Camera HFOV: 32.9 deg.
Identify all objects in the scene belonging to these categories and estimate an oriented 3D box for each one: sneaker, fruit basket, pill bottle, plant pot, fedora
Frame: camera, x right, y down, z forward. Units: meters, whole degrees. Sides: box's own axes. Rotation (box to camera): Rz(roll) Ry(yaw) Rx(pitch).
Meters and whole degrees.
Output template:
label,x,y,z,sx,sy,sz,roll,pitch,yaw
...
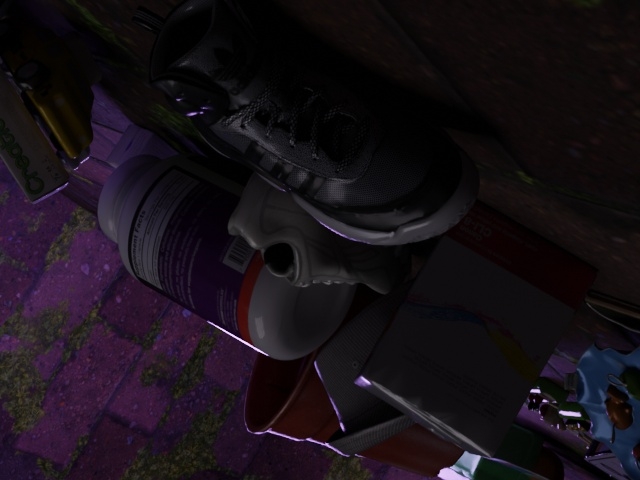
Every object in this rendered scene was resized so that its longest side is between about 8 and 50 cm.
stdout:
label,x,y,z,sx,sy,sz,roll,pitch,yaw
sneaker,0.000,0.000,1.120,0.110,0.118,0.292,23,169,36
fruit basket,0.395,0.465,2.180,0.353,0.165,0.327,32,171,-27
pill bottle,-0.120,0.005,1.331,0.323,0.181,0.181,26,170,32
sneaker,-0.024,-0.090,0.745,0.268,0.101,0.153,28,173,35
plant pot,0.073,0.184,1.492,0.265,0.272,0.272,25,173,-15
fedora,0.101,0.107,1.120,0.124,0.275,0.243,58,-152,4

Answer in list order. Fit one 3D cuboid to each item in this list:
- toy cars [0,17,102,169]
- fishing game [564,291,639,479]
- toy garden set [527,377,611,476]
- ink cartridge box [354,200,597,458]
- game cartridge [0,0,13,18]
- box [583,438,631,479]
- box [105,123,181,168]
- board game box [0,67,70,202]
label,x,y,z,sx,sy,sz,roll,pitch,yaw
toy cars,-0.303,-0.177,1.253,0.176,0.087,0.393,59,169,-7
fishing game,0.292,0.168,0.958,0.189,0.041,0.264,22,139,48
toy garden set,0.386,0.283,1.572,0.244,0.049,0.204,32,171,-1
ink cartridge box,0.126,0.079,0.924,0.127,0.176,0.128,31,171,4
game cartridge,-0.363,-0.297,0.906,0.230,0.068,0.355,29,172,-13
box,0.399,0.237,1.164,0.169,0.087,0.290,30,171,11
box,-0.168,-0.051,1.558,0.063,0.067,0.324,22,168,44
board game box,-0.378,-0.180,1.191,0.305,0.053,0.193,59,168,-8
